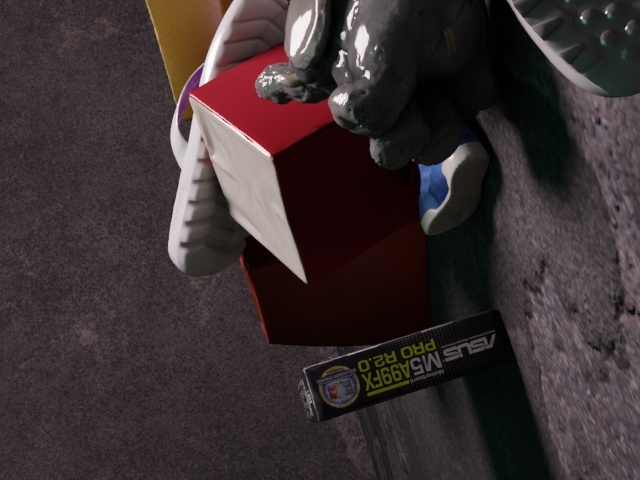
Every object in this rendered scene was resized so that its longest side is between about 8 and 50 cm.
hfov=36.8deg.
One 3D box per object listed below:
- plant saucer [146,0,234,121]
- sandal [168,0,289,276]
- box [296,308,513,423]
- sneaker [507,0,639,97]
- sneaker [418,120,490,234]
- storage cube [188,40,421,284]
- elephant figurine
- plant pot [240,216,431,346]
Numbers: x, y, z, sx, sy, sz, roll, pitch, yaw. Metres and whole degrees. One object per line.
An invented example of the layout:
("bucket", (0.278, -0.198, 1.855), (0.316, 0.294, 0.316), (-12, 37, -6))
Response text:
("plant saucer", (-0.096, -0.362, 1.328), (0.081, 0.333, 0.332), (26, 155, 17))
("sandal", (-0.120, -0.153, 1.182), (0.102, 0.169, 0.416), (30, 108, 31))
("box", (0.084, 0.153, 1.116), (0.270, 0.216, 0.060), (107, 145, -78))
("sneaker", (0.133, -0.161, 0.537), (0.095, 0.090, 0.235), (60, -168, -56))
("sneaker", (0.117, -0.072, 0.944), (0.152, 0.058, 0.084), (94, 153, -62))
("storage cube", (-0.004, -0.103, 1.080), (0.215, 0.193, 0.183), (39, 153, 43))
("elephant figurine", (0.025, -0.177, 0.812), (0.239, 0.186, 0.169), (45, -175, 39))
("plant pot", (0.000, 0.000, 1.385), (0.267, 0.236, 0.267), (80, 170, -46))
